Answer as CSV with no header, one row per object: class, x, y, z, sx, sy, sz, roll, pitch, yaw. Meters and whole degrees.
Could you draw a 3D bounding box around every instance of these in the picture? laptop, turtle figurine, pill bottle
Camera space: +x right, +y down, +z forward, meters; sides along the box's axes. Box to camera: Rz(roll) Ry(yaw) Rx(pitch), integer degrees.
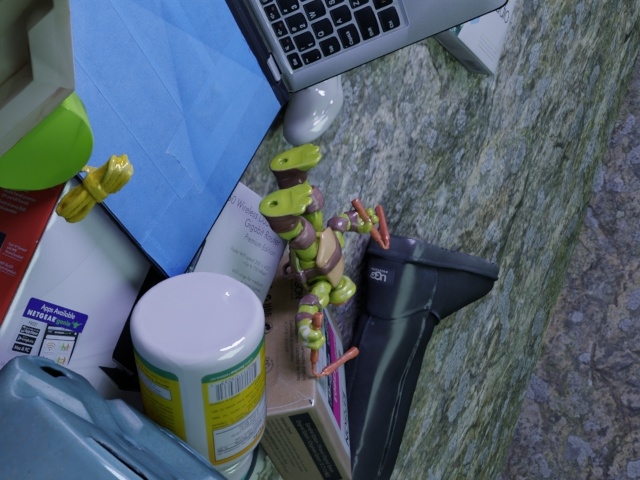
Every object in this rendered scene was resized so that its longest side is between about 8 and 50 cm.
laptop,-0.033,-0.221,0.609,0.382,0.407,0.236,61,12,-47
turtle figurine,0.000,0.000,0.855,0.270,0.087,0.217,-64,144,-37
pill bottle,-0.109,0.142,0.704,0.117,0.117,0.208,-42,145,-41

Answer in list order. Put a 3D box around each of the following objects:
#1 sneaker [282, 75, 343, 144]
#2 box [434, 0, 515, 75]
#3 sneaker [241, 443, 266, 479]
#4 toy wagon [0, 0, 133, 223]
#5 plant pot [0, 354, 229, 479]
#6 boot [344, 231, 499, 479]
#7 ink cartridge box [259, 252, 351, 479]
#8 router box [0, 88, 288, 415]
sneaker,-0.011,-0.221,0.922,0.094,0.080,0.212,42,61,-44
box,0.286,-0.474,1.278,0.232,0.058,0.322,12,93,-59
sneaker,-0.145,0.291,0.913,0.110,0.107,0.275,14,92,-50
toy wagon,-0.255,-0.109,0.428,0.267,0.068,0.344,-36,145,15
plant pot,-0.212,0.283,0.507,0.334,0.341,0.341,-54,145,-10
boot,0.150,0.229,1.299,0.367,0.146,0.445,13,89,-49
ink cartridge box,-0.027,0.163,0.942,0.193,0.088,0.235,68,13,-46
router box,-0.188,0.053,0.744,0.335,0.082,0.301,34,75,-58
